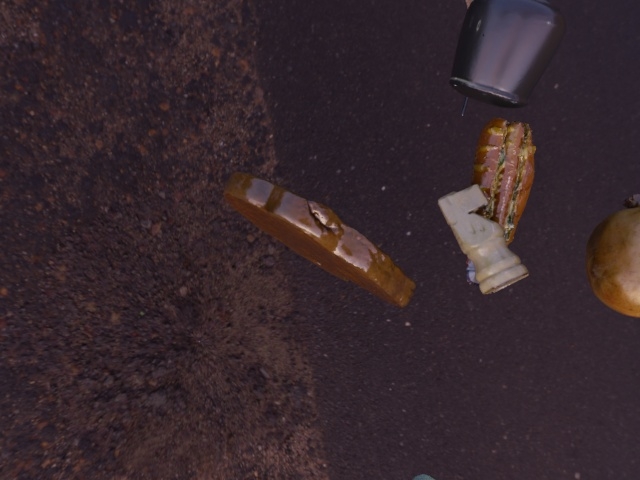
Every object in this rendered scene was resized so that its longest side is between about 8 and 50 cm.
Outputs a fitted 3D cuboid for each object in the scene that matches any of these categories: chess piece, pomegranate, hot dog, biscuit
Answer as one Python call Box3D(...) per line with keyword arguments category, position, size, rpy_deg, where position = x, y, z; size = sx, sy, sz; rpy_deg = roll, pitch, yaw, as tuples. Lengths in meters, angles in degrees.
Box3D(category="chess piece", position=(0.294, -0.007, 0.867), size=(0.090, 0.090, 0.200), rpy_deg=(-18, 72, -17))
Box3D(category="pomegranate", position=(0.790, 0.055, 1.139), size=(0.307, 0.307, 0.308), rpy_deg=(3, 77, -14))
Box3D(category="hot dog", position=(0.354, -0.105, 0.924), size=(0.115, 0.072, 0.269), rpy_deg=(5, 98, 2))
Box3D(category="biscuit", position=(0.000, 0.000, 0.836), size=(0.381, 0.359, 0.074), rpy_deg=(29, 85, -9))

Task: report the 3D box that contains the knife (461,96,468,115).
Box3D(category="knife", position=(0.404, -0.410, 1.269), size=(0.010, 0.023, 0.170), rpy_deg=(15, 78, 17))

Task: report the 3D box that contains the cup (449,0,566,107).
Box3D(category="cup", position=(0.339, -0.334, 0.850), size=(0.223, 0.169, 0.177), rpy_deg=(-9, 120, -53))

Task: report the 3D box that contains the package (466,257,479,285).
Box3D(category="package", position=(0.455, 0.042, 1.286), size=(0.071, 0.269, 0.194), rpy_deg=(28, 108, 23))

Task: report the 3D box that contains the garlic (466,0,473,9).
Box3D(category="garlic", position=(0.314, -0.504, 0.904), size=(0.090, 0.198, 0.129), rpy_deg=(14, 59, 31))

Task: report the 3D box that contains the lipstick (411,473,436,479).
Box3D(category="lipstick", position=(0.200, 0.619, 0.988), size=(0.076, 0.304, 0.076), rpy_deg=(5, 104, 21))
